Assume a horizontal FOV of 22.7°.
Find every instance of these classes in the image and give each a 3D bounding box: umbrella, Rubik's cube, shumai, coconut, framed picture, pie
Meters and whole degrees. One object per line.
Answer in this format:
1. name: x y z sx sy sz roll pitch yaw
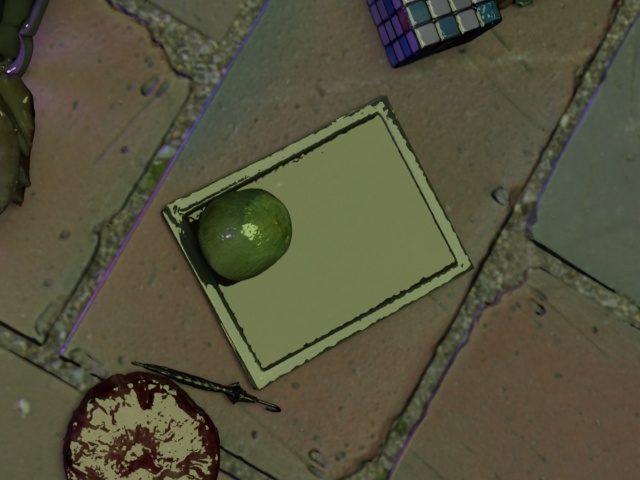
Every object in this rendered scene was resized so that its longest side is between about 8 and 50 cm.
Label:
1. umbrella: -0.105 0.135 1.493 0.149 0.022 0.022 20 67 -12
2. Rubik's cube: 0.107 -0.230 1.542 0.092 0.092 0.092 -22 90 -15
3. shumai: -0.310 -0.109 1.401 0.120 0.201 0.201 -36 95 -41
4. coconut: -0.073 -0.005 1.469 0.088 0.096 0.087 29 47 -36
5. framed picture: 0.000 0.000 1.535 0.252 0.014 0.197 -28 92 -14
6. pie: -0.164 0.197 1.465 0.155 0.036 0.154 1 85 -14

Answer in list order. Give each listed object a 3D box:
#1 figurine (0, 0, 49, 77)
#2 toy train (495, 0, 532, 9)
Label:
1. figurine: -0.321 -0.306 1.380 0.285 0.167 0.342 -22 96 11
2. toy train: 0.229 -0.300 1.589 0.188 0.072 0.099 -25 92 -15
